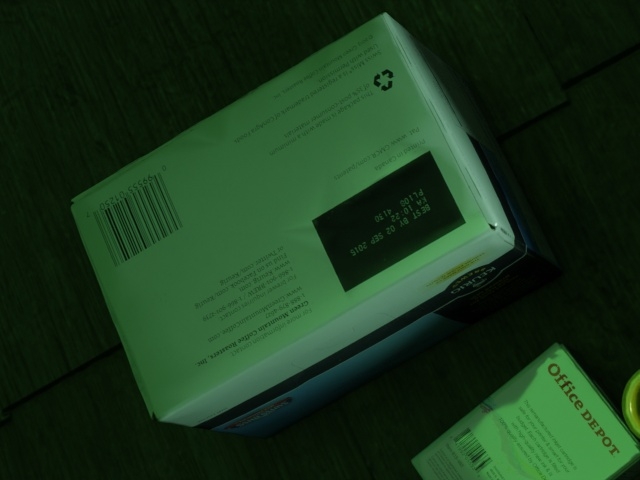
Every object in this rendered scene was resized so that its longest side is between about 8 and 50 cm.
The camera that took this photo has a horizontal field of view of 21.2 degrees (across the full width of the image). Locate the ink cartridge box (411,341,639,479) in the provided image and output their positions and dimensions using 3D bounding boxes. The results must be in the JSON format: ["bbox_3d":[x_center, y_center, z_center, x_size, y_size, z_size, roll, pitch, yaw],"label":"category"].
[{"bbox_3d":[0.191,0.194,1.515,0.175,0.072,0.127,-40,67,12],"label":"ink cartridge box"}]

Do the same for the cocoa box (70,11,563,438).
[{"bbox_3d":[0.000,0.000,1.546,0.347,0.228,0.231,-30,70,15],"label":"cocoa box"}]

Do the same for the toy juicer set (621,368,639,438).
[{"bbox_3d":[0.392,0.042,1.349,0.209,0.089,0.329,25,94,25],"label":"toy juicer set"}]
